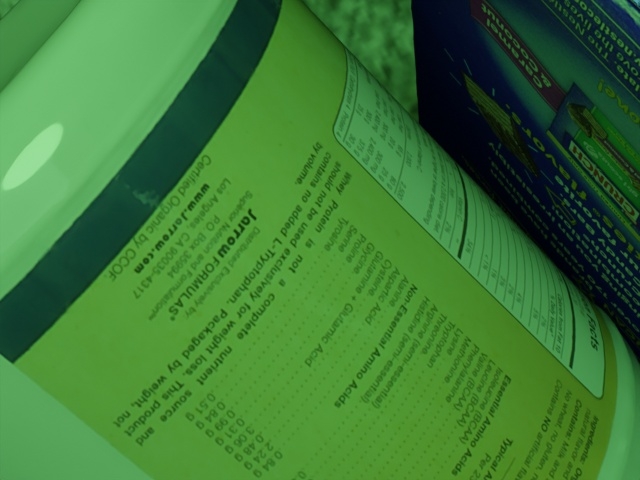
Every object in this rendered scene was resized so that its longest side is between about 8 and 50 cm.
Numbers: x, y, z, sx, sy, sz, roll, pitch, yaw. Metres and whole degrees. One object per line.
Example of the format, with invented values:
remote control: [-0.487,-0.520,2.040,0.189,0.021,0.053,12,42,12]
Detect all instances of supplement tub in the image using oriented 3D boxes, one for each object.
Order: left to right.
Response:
supplement tub: [-0.021,0.059,0.521,0.228,0.228,0.316,-46,110,0]

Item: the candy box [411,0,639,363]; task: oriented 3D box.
candy box: [0.155,-0.023,0.488,0.122,0.317,0.268,-39,77,-6]
